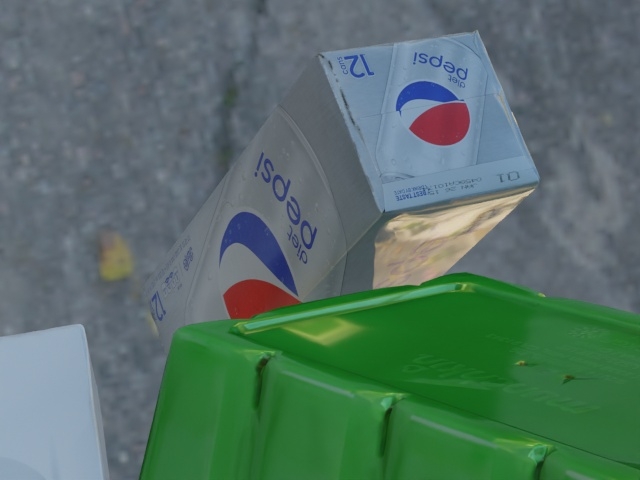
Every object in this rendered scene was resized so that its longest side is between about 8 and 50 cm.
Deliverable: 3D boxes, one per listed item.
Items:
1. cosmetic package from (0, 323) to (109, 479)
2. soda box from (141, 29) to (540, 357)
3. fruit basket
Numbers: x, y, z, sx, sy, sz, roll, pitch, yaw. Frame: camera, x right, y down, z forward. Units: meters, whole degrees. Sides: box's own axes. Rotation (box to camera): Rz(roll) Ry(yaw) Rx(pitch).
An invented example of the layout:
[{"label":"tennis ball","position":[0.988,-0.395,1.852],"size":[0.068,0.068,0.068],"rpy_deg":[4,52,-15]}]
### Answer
[{"label":"cosmetic package","position":[-0.235,0.189,1.189],"size":[0.138,0.224,0.224],"rpy_deg":[99,-17,-70]},{"label":"soda box","position":[0.000,0.000,1.060],"size":[0.098,0.286,0.091],"rpy_deg":[-11,71,-29]},{"label":"fruit basket","position":[0.105,0.218,0.796],"size":[0.283,0.392,0.392],"rpy_deg":[-10,90,-35]}]
